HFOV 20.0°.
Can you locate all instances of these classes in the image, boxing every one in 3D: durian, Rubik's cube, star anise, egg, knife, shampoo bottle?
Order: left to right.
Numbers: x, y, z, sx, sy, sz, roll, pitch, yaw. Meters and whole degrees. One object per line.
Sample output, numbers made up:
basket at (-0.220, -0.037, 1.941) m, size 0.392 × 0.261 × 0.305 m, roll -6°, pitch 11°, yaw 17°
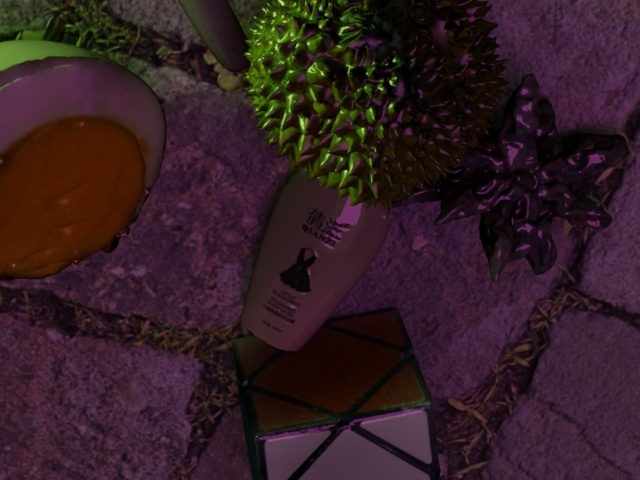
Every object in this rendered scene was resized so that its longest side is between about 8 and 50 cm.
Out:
egg at (-0.304, -0.102, 1.850) m, size 0.286 × 0.174 × 0.264 m, roll -1°, pitch 124°, yaw -39°
knife at (-0.146, -0.273, 1.843) m, size 0.123 × 0.053 × 0.278 m, roll -24°, pitch 120°, yaw 10°
shampoo bottle at (0.000, 0.000, 2.007) m, size 0.127 × 0.078 × 0.257 m, roll 30°, pitch 112°, yaw 7°
Rubik's cube at (0.020, 0.227, 2.075) m, size 0.207 × 0.205 × 0.205 m, roll -12°, pitch 121°, yaw -6°
durian at (0.049, -0.162, 1.840) m, size 0.291 × 0.291 × 0.224 m, roll 34°, pitch 144°, yaw -26°
star anise at (0.213, -0.066, 2.000) m, size 0.283 × 0.129 × 0.212 m, roll 29°, pitch 94°, yaw -29°
